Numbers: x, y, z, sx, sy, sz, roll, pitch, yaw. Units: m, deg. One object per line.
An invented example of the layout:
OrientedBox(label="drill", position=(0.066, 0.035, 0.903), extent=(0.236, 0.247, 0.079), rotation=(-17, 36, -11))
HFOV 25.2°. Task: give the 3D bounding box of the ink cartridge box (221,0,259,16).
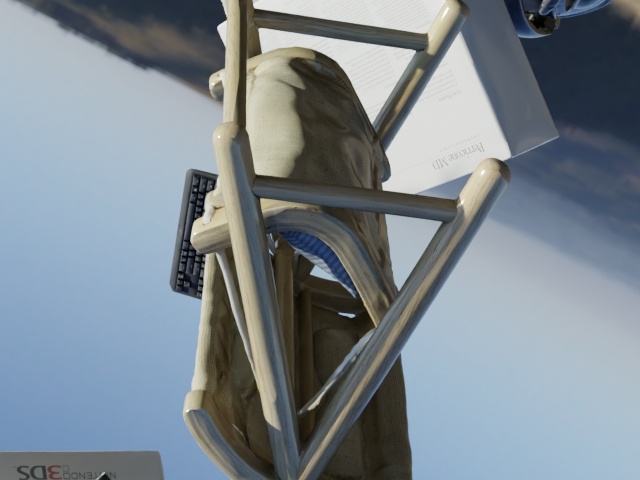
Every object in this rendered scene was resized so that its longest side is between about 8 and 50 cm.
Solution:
OrientedBox(label="ink cartridge box", position=(-0.023, -0.281, 2.020), extent=(0.066, 0.189, 0.232), rotation=(-65, -43, -86))

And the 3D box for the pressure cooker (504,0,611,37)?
OrientedBox(label="pressure cooker", position=(0.362, -0.568, 2.455), extent=(0.369, 0.420, 0.375), rotation=(17, 165, -25))

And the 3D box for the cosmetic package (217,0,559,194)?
OrientedBox(label="cosmetic package", position=(0.065, -0.187, 1.653), extent=(0.097, 0.284, 0.377), rotation=(-22, -179, -39))

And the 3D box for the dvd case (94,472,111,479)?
OrientedBox(label="dvd case", position=(-0.183, 0.247, 1.089), extent=(0.087, 0.119, 0.013), rotation=(50, 155, -1))

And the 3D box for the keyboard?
OrientedBox(label="keyboard", position=(-0.127, 0.001, 1.785), extent=(0.108, 0.180, 0.023), rotation=(13, -149, 2))

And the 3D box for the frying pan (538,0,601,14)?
OrientedBox(label="frying pan", position=(0.309, -0.309, 1.654), extent=(0.053, 0.197, 0.326), rotation=(19, 144, 1))

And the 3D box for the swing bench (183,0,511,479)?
OrientedBox(label="swing bench", position=(0.000, 0.000, 0.890), extent=(0.165, 0.255, 0.253), rotation=(8, -151, -6))

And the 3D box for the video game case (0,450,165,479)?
OrientedBox(label="video game case", position=(-0.194, 0.279, 1.139), extent=(0.026, 0.227, 0.206), rotation=(-27, 156, 39))
